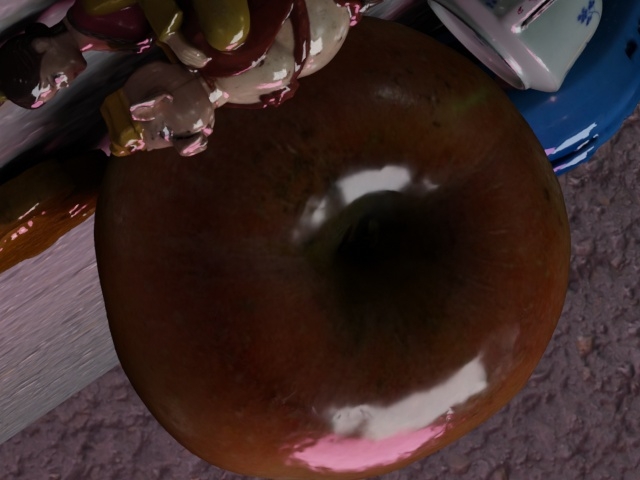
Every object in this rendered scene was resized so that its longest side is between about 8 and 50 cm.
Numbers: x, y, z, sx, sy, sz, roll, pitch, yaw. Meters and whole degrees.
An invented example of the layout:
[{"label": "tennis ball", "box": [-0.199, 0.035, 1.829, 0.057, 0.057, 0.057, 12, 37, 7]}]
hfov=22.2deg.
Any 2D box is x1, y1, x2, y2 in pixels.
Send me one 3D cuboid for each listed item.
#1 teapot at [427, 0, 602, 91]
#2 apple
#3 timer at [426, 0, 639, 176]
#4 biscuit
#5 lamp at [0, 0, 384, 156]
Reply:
[{"label": "teapot", "box": [0.184, -0.222, 1.415, 0.159, 0.159, 0.232, -36, -173, 0]}, {"label": "apple", "box": [0.000, 0.000, 1.157, 0.338, 0.338, 0.305, -35, -167, -12]}, {"label": "timer", "box": [0.184, -0.151, 1.646, 0.340, 0.115, 0.309, -17, -154, 37]}, {"label": "biscuit", "box": [-0.229, -0.009, 1.164, 0.184, 0.035, 0.249, -37, 177, 31]}, {"label": "lamp", "box": [-0.055, -0.114, 0.843, 0.253, 0.118, 0.118, -36, 176, -8]}]
